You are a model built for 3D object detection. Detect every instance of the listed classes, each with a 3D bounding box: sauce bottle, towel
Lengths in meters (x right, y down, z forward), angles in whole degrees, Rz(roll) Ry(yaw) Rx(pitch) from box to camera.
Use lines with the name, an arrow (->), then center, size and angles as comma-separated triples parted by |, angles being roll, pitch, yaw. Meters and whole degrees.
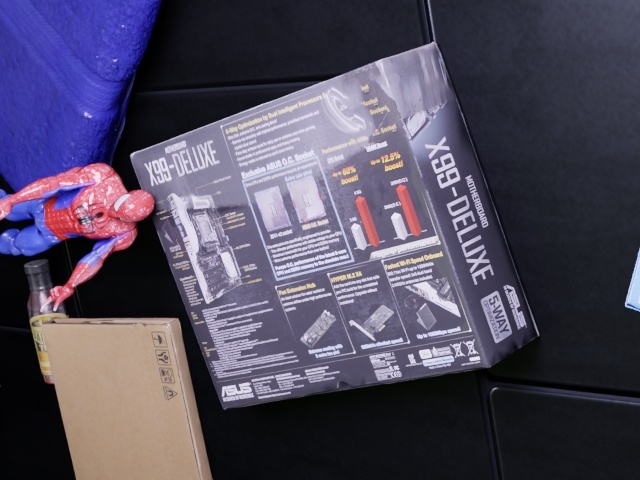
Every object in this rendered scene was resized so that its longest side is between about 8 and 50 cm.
sauce bottle -> -0.281, 0.084, 1.453 | 0.042, 0.042, 0.128 | 0, 109, 42
towel -> -0.242, -0.186, 1.294 | 0.228, 0.076, 0.308 | 49, 133, 25

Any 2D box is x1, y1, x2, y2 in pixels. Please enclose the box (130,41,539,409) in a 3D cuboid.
box -> 0.000, 0.000, 1.145 | 0.307, 0.076, 0.242 | -16, 96, 44

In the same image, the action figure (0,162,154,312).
action figure -> -0.269, -0.002, 1.247 | 0.280, 0.139, 0.091 | -9, 111, 37

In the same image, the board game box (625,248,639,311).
board game box -> 0.311, 0.011, 0.899 | 0.211, 0.039, 0.160 | 26, 123, 31

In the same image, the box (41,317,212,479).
box -> -0.193, 0.174, 1.407 | 0.164, 0.021, 0.201 | -2, 106, 31
